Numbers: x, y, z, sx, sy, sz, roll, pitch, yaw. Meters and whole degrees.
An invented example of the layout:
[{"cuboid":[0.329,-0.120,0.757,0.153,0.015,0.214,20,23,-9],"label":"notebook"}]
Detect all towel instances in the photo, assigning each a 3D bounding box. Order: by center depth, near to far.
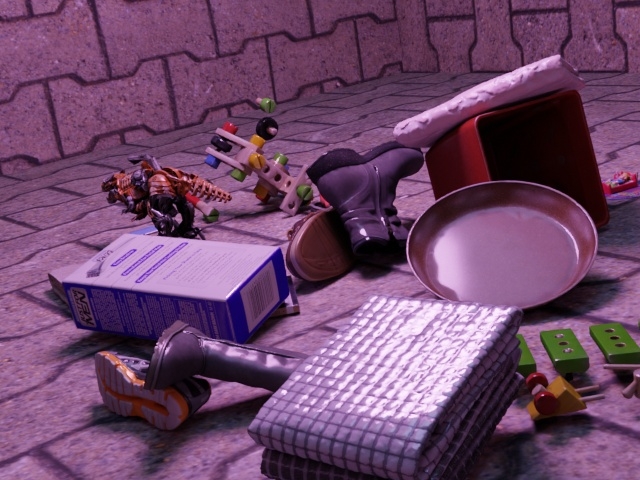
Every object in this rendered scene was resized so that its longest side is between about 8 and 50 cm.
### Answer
[{"cuboid":[0.089,0.186,1.101,0.235,0.121,0.284,3,32,38],"label":"towel"},{"cuboid":[0.337,-0.264,1.826,0.332,0.053,0.317,-23,-5,23],"label":"towel"},{"cuboid":[-0.419,0.084,1.872,0.187,0.049,0.282,-15,18,-26],"label":"towel"}]

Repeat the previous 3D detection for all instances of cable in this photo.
[{"cuboid":[0.033,-0.078,2.138,0.139,0.072,0.287,-12,16,8],"label":"cable"}]

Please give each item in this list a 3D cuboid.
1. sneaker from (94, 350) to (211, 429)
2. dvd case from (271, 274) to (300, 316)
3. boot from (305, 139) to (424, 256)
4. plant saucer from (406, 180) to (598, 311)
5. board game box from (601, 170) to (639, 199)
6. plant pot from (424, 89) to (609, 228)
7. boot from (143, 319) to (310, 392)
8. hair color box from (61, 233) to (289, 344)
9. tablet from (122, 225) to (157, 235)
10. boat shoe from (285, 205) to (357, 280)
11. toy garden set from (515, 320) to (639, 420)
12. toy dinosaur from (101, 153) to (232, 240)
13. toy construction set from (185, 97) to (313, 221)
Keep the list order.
[{"cuboid":[-0.243,0.205,1.330,0.215,0.084,0.083,18,28,38],"label":"sneaker"},{"cuboid":[-0.153,0.114,1.682,0.221,0.018,0.164,-11,17,-4],"label":"dvd case"},{"cuboid":[0.129,-0.075,1.884,0.338,0.222,0.118,-15,-21,-45],"label":"boot"},{"cuboid":[0.300,0.016,1.561,0.310,0.050,0.310,-8,42,8],"label":"plant saucer"},{"cuboid":[0.650,-0.129,2.062,0.133,0.033,0.169,-2,17,20],"label":"board game box"},{"cuboid":[0.359,-0.121,1.831,0.267,0.267,0.236,-18,6,-28],"label":"plant pot"},{"cuboid":[-0.118,0.176,1.267,0.208,0.076,0.189,21,20,2],"label":"boot"},{"cuboid":[-0.247,0.083,1.609,0.339,0.110,0.185,6,30,27],"label":"hair color box"},{"cuboid":[-0.436,-0.019,2.293,0.083,0.006,0.054,-19,20,-30],"label":"tablet"},{"cuboid":[0.000,0.000,1.860,0.123,0.123,0.342,-28,13,30],"label":"boat shoe"},{"cuboid":[0.357,0.168,1.202,0.244,0.049,0.204,-7,15,4],"label":"toy garden set"},{"cuboid":[-0.353,-0.087,2.106,0.164,0.218,0.322,-21,21,-39],"label":"toy dinosaur"},{"cuboid":[-0.157,-0.142,2.256,0.309,0.257,0.237,-37,39,-18],"label":"toy construction set"}]
